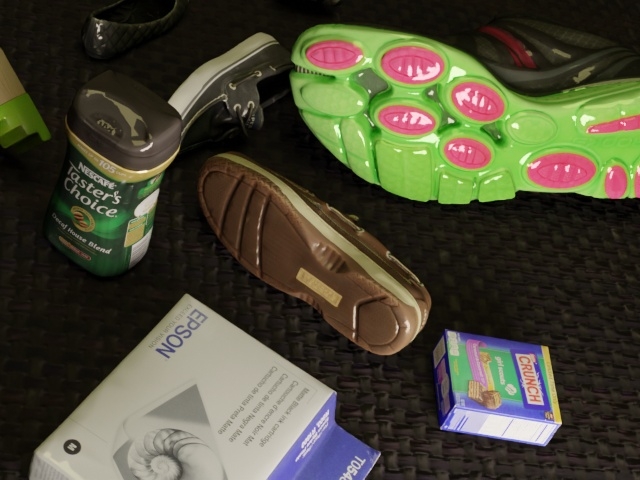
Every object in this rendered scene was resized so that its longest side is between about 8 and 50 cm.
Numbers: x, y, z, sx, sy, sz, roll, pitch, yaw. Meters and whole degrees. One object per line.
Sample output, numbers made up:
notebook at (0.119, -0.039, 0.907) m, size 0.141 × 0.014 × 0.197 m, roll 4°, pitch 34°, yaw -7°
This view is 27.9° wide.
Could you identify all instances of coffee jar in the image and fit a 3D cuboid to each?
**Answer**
coffee jar at (-0.184, -0.058, 1.132) m, size 0.096 × 0.184 × 0.079 m, roll 35°, pitch 46°, yaw 11°

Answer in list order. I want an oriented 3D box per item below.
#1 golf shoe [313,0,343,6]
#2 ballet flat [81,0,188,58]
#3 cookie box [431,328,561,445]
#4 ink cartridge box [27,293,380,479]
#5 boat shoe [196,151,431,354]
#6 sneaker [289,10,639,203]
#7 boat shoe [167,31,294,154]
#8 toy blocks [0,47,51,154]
golf shoe at (-0.021, -0.347, 1.559) m, size 0.086 × 0.067 × 0.186 m, roll 33°, pitch 30°, yaw -38°
ballet flat at (-0.193, -0.249, 1.397) m, size 0.057 × 0.049 × 0.173 m, roll 35°, pitch 46°, yaw 9°
cookie box at (0.163, 0.137, 1.202) m, size 0.107 × 0.040 × 0.091 m, roll 11°, pitch 46°, yaw -14°
ink cartridge box at (-0.084, 0.175, 1.061) m, size 0.224 × 0.045 × 0.223 m, roll 33°, pitch 46°, yaw 8°
boat shoe at (-0.004, 0.006, 1.229) m, size 0.257 × 0.095 × 0.095 m, roll 42°, pitch 34°, yaw 9°
sneaker at (0.186, -0.152, 1.411) m, size 0.483 × 0.185 × 0.202 m, roll 7°, pitch 30°, yaw -21°
boat shoe at (-0.088, -0.141, 1.331) m, size 0.076 × 0.080 × 0.228 m, roll 33°, pitch 38°, yaw 10°
toy blocks at (-0.444, -0.192, 1.109) m, size 0.261 × 0.191 × 0.381 m, roll -38°, pitch 104°, yaw -42°
